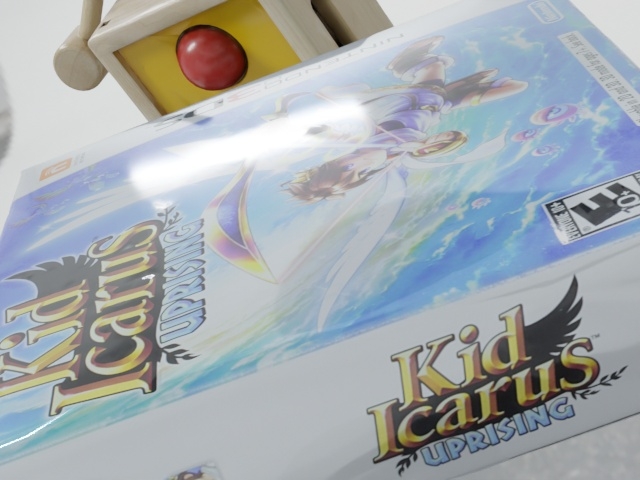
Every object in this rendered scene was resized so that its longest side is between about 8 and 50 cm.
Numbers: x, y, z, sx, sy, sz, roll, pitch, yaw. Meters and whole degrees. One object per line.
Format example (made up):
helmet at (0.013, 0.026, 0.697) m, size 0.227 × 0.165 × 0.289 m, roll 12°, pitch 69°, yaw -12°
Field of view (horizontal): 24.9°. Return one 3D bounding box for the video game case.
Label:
video game case at (0.000, 0.000, 0.513) m, size 0.244 × 0.061 × 0.269 m, roll -21°, pitch 22°, yaw 4°

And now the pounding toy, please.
pounding toy at (-0.084, -0.113, 0.838) m, size 0.206 × 0.181 × 0.094 m, roll -17°, pitch 33°, yaw 34°
